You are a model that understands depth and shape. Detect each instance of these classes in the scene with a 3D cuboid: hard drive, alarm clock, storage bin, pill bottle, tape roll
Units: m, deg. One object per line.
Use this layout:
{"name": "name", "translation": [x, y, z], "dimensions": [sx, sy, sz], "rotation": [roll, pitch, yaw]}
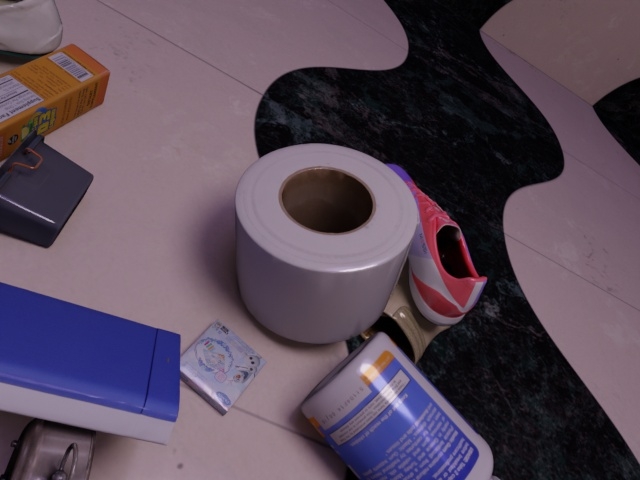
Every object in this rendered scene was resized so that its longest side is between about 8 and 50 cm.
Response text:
{"name": "hard drive", "translation": [-0.297, 0.094, 0.460], "dimensions": [0.318, 0.040, 0.210], "rotation": [21, 2, -18]}
{"name": "alarm clock", "translation": [-0.231, 0.207, 0.391], "dimensions": [0.064, 0.192, 0.129], "rotation": [25, 43, -29]}
{"name": "storage bin", "translation": [-0.359, -0.064, 0.612], "dimensions": [0.091, 0.098, 0.135], "rotation": [31, 43, -24]}
{"name": "pill bottle", "translation": [0.116, 0.264, 0.606], "dimensions": [0.272, 0.152, 0.152], "rotation": [48, 44, 9]}
{"name": "tape roll", "translation": [0.000, 0.000, 0.685], "dimensions": [0.246, 0.169, 0.246], "rotation": [4, 47, -4]}

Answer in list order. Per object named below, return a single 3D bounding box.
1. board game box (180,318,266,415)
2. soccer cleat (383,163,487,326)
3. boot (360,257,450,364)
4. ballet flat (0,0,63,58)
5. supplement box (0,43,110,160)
{"name": "board game box", "translation": [-0.131, 0.163, 0.621], "dimensions": [0.090, 0.020, 0.090], "rotation": [41, 42, 2]}
{"name": "soccer cleat", "translation": [0.170, -0.024, 0.774], "dimensions": [0.108, 0.116, 0.318], "rotation": [0, 53, -23]}
{"name": "boot", "translation": [0.117, 0.068, 0.818], "dimensions": [0.203, 0.095, 0.262], "rotation": [-29, 77, -43]}
{"name": "ballet flat", "translation": [-0.566, -0.333, 0.633], "dimensions": [0.400, 0.139, 0.139], "rotation": [-10, 61, -35]}
{"name": "supplement box", "translation": [-0.417, -0.202, 0.694], "dimensions": [0.080, 0.078, 0.233], "rotation": [38, 44, -5]}
